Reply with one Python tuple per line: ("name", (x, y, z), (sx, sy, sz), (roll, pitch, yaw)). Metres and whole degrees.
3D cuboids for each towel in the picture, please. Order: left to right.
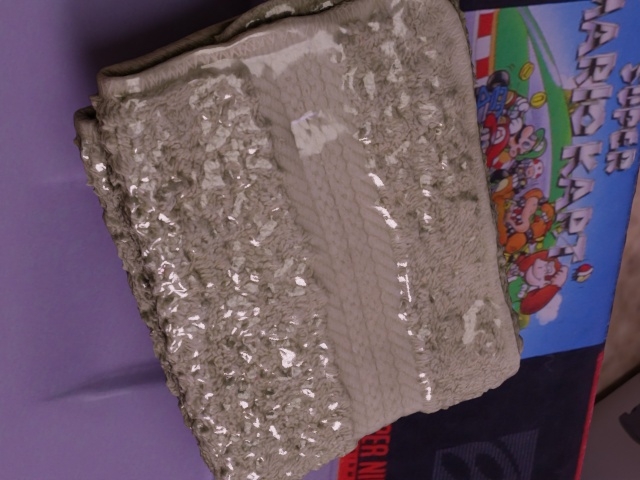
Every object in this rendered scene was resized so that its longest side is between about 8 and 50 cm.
("towel", (0.000, 0.000, 0.503), (0.110, 0.027, 0.148), (-25, 127, -15))

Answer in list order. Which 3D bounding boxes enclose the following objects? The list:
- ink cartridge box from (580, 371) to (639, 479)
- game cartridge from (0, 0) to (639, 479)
("ink cartridge box", (0.261, 0.049, 0.740), (0.371, 0.069, 0.175), (-36, 129, -11))
("game cartridge", (-0.011, -0.003, 0.549), (0.230, 0.068, 0.355), (-7, 120, -23))
